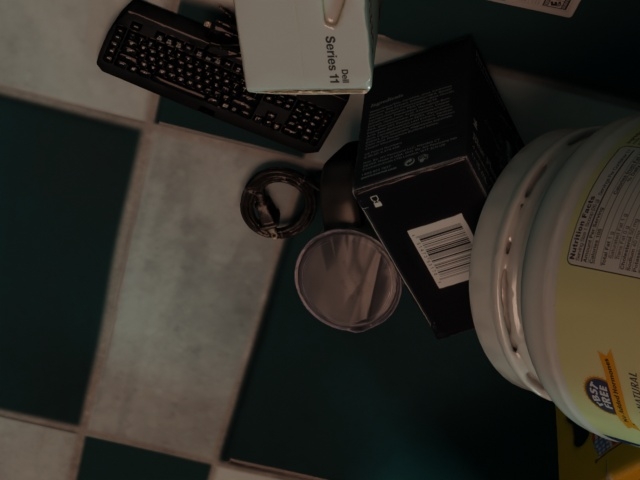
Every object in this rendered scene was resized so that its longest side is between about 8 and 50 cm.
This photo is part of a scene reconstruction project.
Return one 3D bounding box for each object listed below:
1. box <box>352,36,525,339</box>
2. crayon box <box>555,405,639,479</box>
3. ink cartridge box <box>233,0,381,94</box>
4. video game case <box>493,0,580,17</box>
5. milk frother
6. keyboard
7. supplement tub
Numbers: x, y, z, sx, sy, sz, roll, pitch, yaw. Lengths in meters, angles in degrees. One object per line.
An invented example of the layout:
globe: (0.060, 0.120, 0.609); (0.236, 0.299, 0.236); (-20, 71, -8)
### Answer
box: (0.101, -0.041, 1.270); (0.093, 0.158, 0.156); (-18, 126, 19)
crayon box: (0.331, 0.091, 1.330); (0.318, 0.202, 0.081); (-34, 119, 29)
ink cartridge box: (-0.005, -0.214, 1.107); (0.086, 0.208, 0.153); (-1, 129, 7)
video game case: (0.126, -0.212, 1.169); (0.143, 0.019, 0.157); (12, 160, -2)
milk frother: (0.000, 0.000, 1.325); (0.143, 0.135, 0.129); (-24, 102, 21)
keyboard: (-0.073, -0.127, 1.296); (0.192, 0.038, 0.100); (20, 128, -12)
supplement tub: (0.284, 0.037, 1.119); (0.325, 0.235, 0.235); (12, 142, 47)
